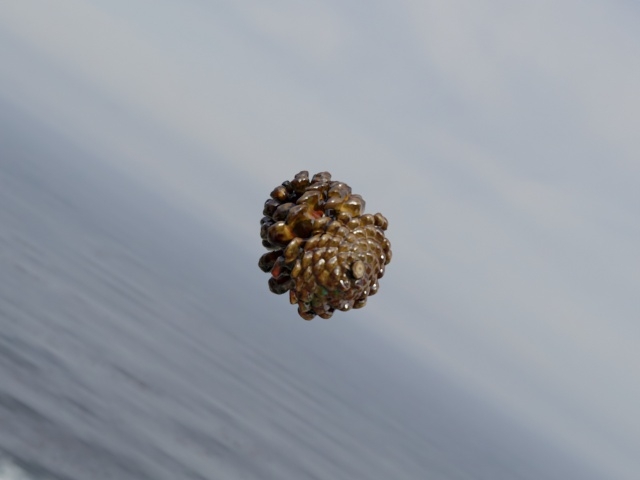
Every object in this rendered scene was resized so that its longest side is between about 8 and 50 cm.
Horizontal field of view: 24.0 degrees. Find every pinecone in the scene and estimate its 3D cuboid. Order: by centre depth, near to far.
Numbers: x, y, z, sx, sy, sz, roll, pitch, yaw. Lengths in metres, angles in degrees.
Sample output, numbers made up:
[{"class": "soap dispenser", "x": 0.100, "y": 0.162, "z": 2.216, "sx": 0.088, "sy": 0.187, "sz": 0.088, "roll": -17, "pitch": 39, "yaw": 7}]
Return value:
[{"class": "pinecone", "x": 0.003, "y": -0.002, "z": 1.097, "sx": 0.102, "sy": 0.102, "sz": 0.109, "roll": 33, "pitch": 35, "yaw": -41}]
